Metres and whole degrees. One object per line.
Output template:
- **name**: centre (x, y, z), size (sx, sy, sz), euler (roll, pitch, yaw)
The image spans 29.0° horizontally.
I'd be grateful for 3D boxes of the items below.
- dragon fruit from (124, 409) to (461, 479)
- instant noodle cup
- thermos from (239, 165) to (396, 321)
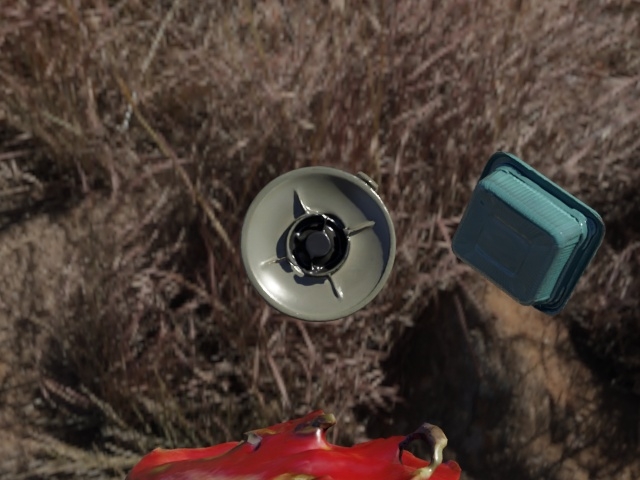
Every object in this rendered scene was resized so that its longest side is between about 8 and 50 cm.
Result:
- **dragon fruit**: centre (-0.048, 0.254, 0.764), size (0.371, 0.249, 0.386), euler (-44, 26, -24)
- **instant noodle cup**: centre (0.242, -0.002, 1.518), size (0.179, 0.157, 0.070), euler (38, 36, 25)
- **thermos**: centre (0.000, 0.000, 1.274), size (0.146, 0.265, 0.176), euler (40, 87, 0)
